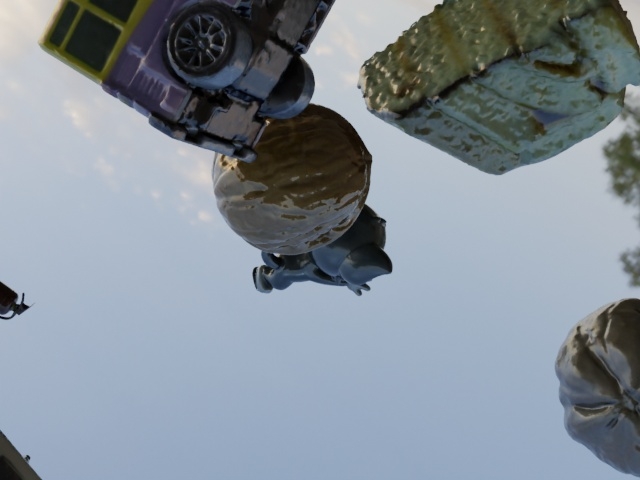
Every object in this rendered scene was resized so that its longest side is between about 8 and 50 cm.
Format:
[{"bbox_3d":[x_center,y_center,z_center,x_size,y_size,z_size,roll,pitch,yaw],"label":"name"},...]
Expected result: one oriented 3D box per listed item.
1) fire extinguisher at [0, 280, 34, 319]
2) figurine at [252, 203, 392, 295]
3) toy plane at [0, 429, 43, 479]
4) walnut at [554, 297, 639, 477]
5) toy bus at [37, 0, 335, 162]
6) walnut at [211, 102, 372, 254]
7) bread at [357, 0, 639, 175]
[{"bbox_3d":[-0.442,0.062,1.300,0.132,0.056,0.039,37,-159,-2],"label":"fire extinguisher"},{"bbox_3d":[-0.005,0.000,1.601,0.140,0.265,0.193,27,-128,-64],"label":"figurine"},{"bbox_3d":[-0.142,0.192,0.577,0.234,0.160,0.082,62,178,1],"label":"toy plane"},{"bbox_3d":[0.380,0.171,1.166,0.224,0.224,0.224,23,-151,-14],"label":"walnut"},{"bbox_3d":[-0.083,-0.331,1.044,0.249,0.439,0.209,33,-171,20],"label":"toy bus"},{"bbox_3d":[-0.034,-0.082,1.292,0.213,0.213,0.213,23,-151,-14],"label":"walnut"},{"bbox_3d":[0.287,-0.240,1.509,0.264,0.395,0.239,46,-157,-40],"label":"bread"}]
